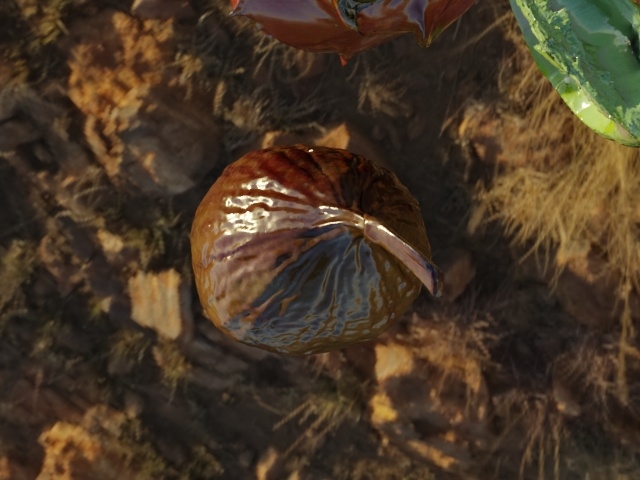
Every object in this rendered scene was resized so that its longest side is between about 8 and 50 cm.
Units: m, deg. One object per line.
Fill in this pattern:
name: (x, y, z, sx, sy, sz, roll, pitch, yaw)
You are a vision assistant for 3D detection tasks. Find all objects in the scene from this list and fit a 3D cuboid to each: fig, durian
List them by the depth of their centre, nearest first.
fig: (0.000, 0.000, 0.599, 0.146, 0.201, 0.133, -21, 89, -10)
durian: (0.187, -0.151, 0.769, 0.086, 0.100, 0.215, -41, 67, 23)

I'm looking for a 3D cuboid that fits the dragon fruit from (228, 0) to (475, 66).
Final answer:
dragon fruit: (0.054, -0.306, 0.869, 0.226, 0.305, 0.305, -11, 119, 47)
